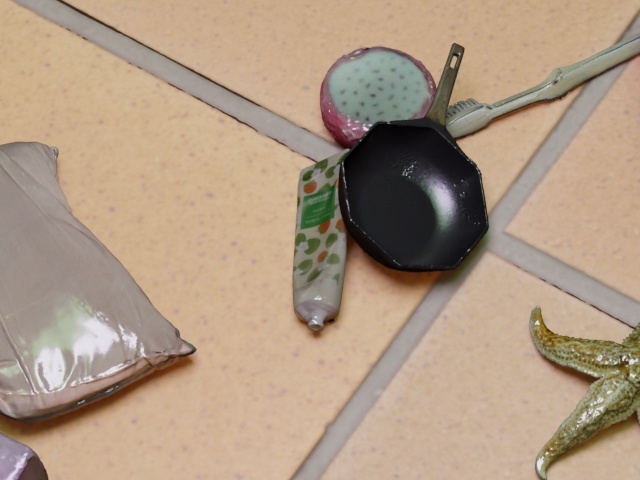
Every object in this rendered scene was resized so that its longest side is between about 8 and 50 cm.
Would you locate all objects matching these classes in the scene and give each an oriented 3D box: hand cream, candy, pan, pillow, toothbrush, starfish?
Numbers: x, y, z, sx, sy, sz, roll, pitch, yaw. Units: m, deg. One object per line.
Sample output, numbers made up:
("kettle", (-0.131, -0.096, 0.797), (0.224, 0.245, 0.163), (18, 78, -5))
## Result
("hand cream", (0.000, 0.000, 1.473), (0.057, 0.037, 0.165), (-22, 51, 34))
("candy", (0.049, -0.119, 1.545), (0.103, 0.043, 0.103), (-1, 55, 2))
("pan", (0.091, -0.054, 1.488), (0.128, 0.048, 0.202), (45, 59, -3))
("pillow", (-0.239, 0.025, 1.448), (0.173, 0.067, 0.270), (-26, 61, -19))
("toothbrush", (0.230, -0.150, 1.569), (0.294, 0.026, 0.028), (-22, 45, -11))
("starfish", (0.253, 0.115, 1.396), (0.223, 0.050, 0.217), (-38, 72, -14))

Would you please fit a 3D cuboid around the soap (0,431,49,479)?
("soap", (-0.389, 0.226, 1.306), (0.285, 0.107, 0.296), (23, 60, 18))
